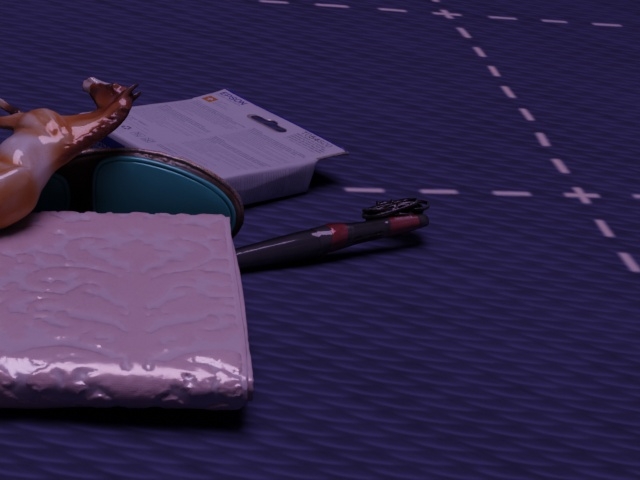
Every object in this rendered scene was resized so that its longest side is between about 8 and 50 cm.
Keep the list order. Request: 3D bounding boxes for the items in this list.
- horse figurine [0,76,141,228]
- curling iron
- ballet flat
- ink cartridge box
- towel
[{"bbox_3d":[-0.306,-0.077,1.632,0.174,0.066,0.263,16,43,21],"label":"horse figurine"},{"bbox_3d":[0.000,0.000,1.764,0.274,0.035,0.068,-17,12,-34],"label":"curling iron"},{"bbox_3d":[-0.232,-0.055,1.735,0.316,0.107,0.106,7,17,-3],"label":"ballet flat"},{"bbox_3d":[-0.122,-0.102,1.936,0.224,0.045,0.223,-14,32,-41],"label":"ink cartridge box"},{"bbox_3d":[-0.234,0.058,1.530,0.332,0.053,0.317,1,25,-6],"label":"towel"}]
